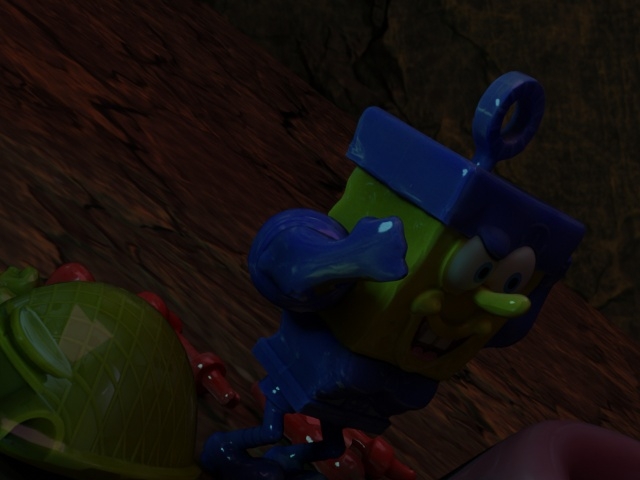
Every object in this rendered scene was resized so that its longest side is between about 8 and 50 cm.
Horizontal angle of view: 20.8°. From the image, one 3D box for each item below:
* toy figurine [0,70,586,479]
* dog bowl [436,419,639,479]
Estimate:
[{"bbox_3d":[0.000,0.000,0.743,0.191,0.217,0.362,44,12,37],"label":"toy figurine"},{"bbox_3d":[0.147,0.210,0.478,0.408,0.150,0.408,36,9,-7],"label":"dog bowl"}]
